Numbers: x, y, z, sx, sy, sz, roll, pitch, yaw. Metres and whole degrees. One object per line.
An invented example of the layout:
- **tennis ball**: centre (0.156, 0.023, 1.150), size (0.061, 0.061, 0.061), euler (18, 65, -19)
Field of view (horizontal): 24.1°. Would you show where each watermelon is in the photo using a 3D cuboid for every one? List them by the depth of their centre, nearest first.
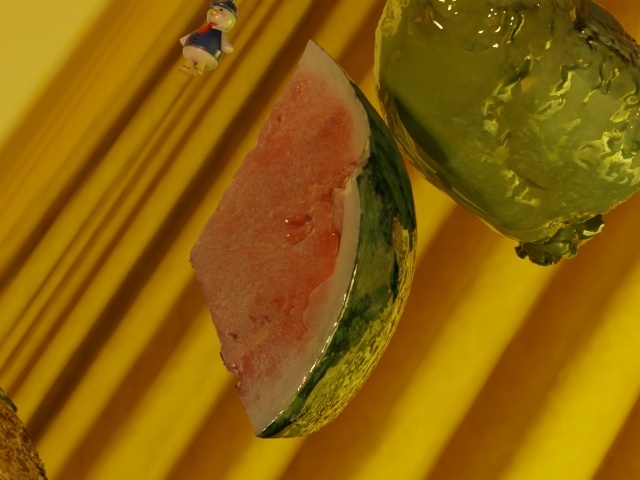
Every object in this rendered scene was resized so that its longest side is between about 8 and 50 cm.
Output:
- **watermelon**: centre (0.000, 0.000, 1.175), size (0.176, 0.260, 0.256), euler (31, 7, -5)

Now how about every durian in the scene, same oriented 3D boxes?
- **durian**: centre (0.172, -0.129, 1.284), size (0.339, 0.204, 0.256), euler (32, -33, -27)

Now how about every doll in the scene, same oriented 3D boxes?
- **doll**: centre (-0.160, -0.302, 2.206), size (0.099, 0.143, 0.057), euler (15, -22, 35)

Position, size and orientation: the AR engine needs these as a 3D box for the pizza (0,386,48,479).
- **pizza**: centre (-0.317, 0.095, 1.050), size (0.392, 0.080, 0.435), euler (55, -6, -27)
